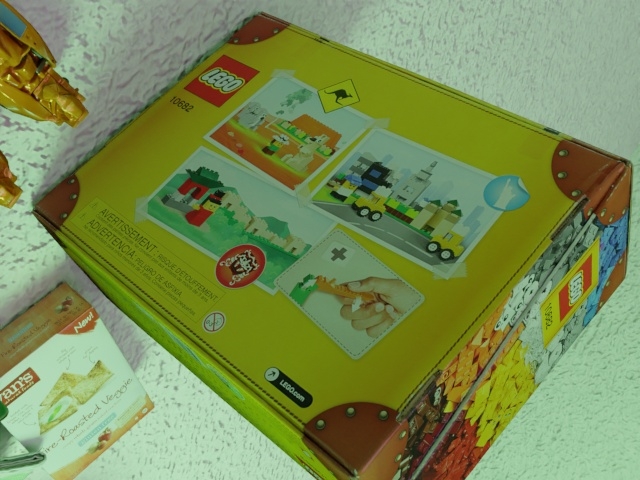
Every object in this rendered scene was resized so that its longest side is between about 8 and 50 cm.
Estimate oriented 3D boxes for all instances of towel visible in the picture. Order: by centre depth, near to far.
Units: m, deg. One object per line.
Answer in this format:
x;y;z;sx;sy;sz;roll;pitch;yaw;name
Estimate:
-0.402;0.295;0.914;0.113;0.023;0.152;4;141;-48;towel

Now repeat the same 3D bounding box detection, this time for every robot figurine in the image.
-0.339;-0.154;0.651;0.211;0.085;0.291;-54;146;-7;robot figurine

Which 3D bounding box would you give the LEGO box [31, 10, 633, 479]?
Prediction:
0.000;0.000;0.830;0.372;0.500;0.193;-45;143;-18;LEGO box

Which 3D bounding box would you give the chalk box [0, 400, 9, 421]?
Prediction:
-0.444;0.233;0.740;0.289;0.180;0.179;-44;144;-22;chalk box

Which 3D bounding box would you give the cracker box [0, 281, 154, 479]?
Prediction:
-0.315;0.183;0.959;0.156;0.067;0.232;-41;142;-23;cracker box
